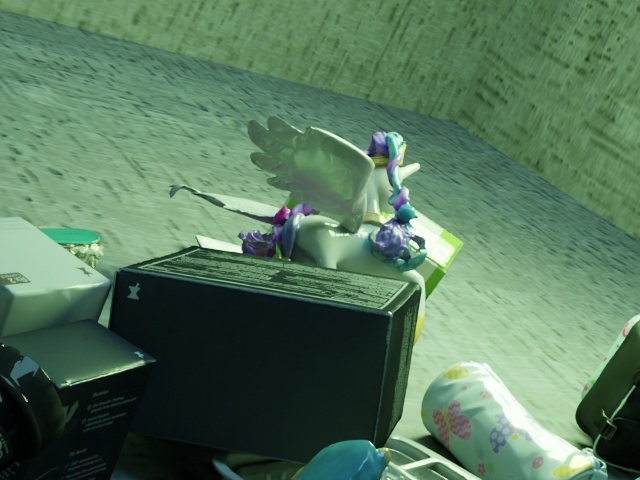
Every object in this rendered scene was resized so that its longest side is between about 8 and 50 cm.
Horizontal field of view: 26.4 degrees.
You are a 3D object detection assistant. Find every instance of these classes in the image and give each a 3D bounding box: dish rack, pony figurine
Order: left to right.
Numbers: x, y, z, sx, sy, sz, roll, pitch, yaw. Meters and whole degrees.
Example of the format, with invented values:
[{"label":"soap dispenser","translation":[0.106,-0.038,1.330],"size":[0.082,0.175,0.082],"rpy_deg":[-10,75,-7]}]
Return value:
[{"label":"pony figurine","translation":[0.000,0.000,1.858],"size":[0.351,0.364,0.302],"rpy_deg":[12,-19,-33]},{"label":"dish rack","translation":[0.067,0.299,1.447],"size":[0.285,0.072,0.332],"rpy_deg":[27,15,38]}]

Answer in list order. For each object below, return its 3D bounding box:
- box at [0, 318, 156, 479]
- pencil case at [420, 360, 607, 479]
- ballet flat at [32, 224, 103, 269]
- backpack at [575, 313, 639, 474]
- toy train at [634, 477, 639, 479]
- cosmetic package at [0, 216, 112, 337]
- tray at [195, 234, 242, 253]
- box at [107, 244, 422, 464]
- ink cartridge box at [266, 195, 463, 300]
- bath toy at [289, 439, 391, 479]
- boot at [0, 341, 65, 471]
[{"label":"box","translation":[-0.257,0.170,1.300],"size":[0.093,0.158,0.156],"rpy_deg":[30,17,22]},{"label":"pencil case","translation":[0.244,0.265,1.751],"size":[0.113,0.124,0.273],"rpy_deg":[10,20,-39]},{"label":"ballet flat","translation":[-0.391,0.017,1.752],"size":[0.241,0.077,0.091],"rpy_deg":[9,20,-34]},{"label":"backpack","translation":[0.528,0.245,2.031],"size":[0.253,0.225,0.191],"rpy_deg":[23,21,-14]},{"label":"toy train","translation":[0.545,0.377,1.876],"size":[0.248,0.105,0.143],"rpy_deg":[10,7,-38]},{"label":"cosmetic package","translation":[-0.339,0.090,1.398],"size":[0.151,0.184,0.151],"rpy_deg":[31,17,26]},{"label":"tray","translation":[-0.100,0.072,2.062],"size":[0.145,0.030,0.270],"rpy_deg":[15,18,-25]},{"label":"box","translation":[-0.058,0.123,1.518],"size":[0.296,0.183,0.294],"rpy_deg":[9,5,10]},{"label":"ink cartridge box","translation":[0.056,0.014,2.068],"size":[0.255,0.189,0.097],"rpy_deg":[35,37,3]},{"label":"bath toy","translation":[0.091,0.340,1.179],"size":[0.348,0.151,0.129],"rpy_deg":[48,61,-1]},{"label":"boot","translation":[-0.407,0.180,1.125],"size":[0.348,0.131,0.260],"rpy_deg":[-2,30,42]}]
